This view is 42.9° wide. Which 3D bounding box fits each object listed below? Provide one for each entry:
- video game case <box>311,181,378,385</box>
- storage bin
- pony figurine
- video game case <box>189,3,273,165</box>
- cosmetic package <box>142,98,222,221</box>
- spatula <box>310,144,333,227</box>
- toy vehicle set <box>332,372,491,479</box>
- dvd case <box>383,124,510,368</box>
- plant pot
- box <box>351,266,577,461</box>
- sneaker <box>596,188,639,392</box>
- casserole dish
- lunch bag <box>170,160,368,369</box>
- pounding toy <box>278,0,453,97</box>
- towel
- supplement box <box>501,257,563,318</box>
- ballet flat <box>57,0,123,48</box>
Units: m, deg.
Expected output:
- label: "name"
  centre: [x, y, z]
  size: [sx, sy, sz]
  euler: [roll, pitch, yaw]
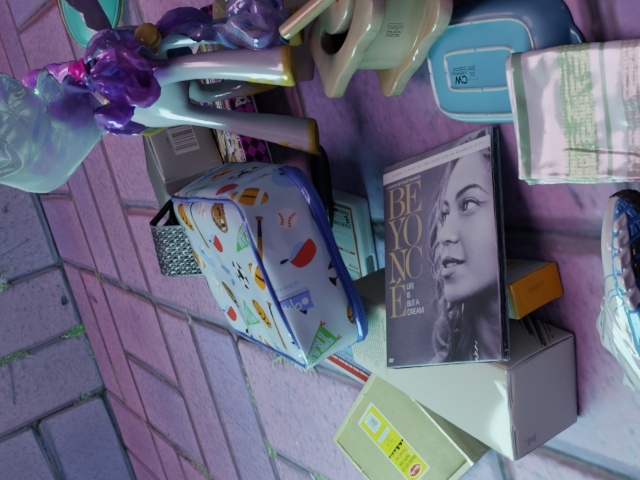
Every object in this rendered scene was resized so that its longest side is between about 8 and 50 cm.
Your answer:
- label: "video game case"
  centre: [0.020, 0.059, 1.143]
  size: [0.204, 0.025, 0.285]
  euler: [22, 128, 54]
- label: "storage bin"
  centre: [-0.147, -0.012, 1.207]
  size: [0.122, 0.180, 0.084]
  euler: [-70, -25, -63]
- label: "pony figurine"
  centre: [-0.200, -0.175, 0.848]
  size: [0.351, 0.363, 0.303]
  euler: [64, -156, -74]
- label: "video game case"
  centre: [-0.134, -0.196, 1.163]
  size: [0.210, 0.041, 0.232]
  euler: [177, 76, -76]
- label: "cosmetic package"
  centre: [-0.225, -0.120, 1.325]
  size: [0.238, 0.107, 0.127]
  euler: [118, 130, -68]
- label: "spatula"
  centre: [0.000, 0.000, 1.074]
  size: [0.084, 0.030, 0.297]
  euler: [44, 145, 42]
- label: "toy vehicle set"
  centre: [0.110, 0.270, 1.089]
  size: [0.166, 0.035, 0.267]
  euler: [47, 147, 18]
- label: "dvd case"
  centre: [0.119, 0.013, 0.814]
  size: [0.164, 0.018, 0.221]
  euler: [-17, 69, 54]
- label: "plant pot"
  centre: [-0.075, -0.258, 1.009]
  size: [0.109, 0.096, 0.109]
  euler: [48, 147, 35]
- label: "box"
  centre: [0.142, 0.118, 0.888]
  size: [0.275, 0.094, 0.113]
  euler: [25, 131, 53]
- label: "sneaker"
  centre: [0.253, 0.051, 0.668]
  size: [0.083, 0.071, 0.191]
  euler: [9, 117, 66]
- label: "casserole dish"
  centre: [0.154, -0.157, 0.731]
  size: [0.188, 0.037, 0.114]
  euler: [15, 121, 59]
- label: "lunch bag"
  centre: [-0.067, 0.029, 0.991]
  size: [0.303, 0.115, 0.243]
  euler: [13, 130, 66]
- label: "pounding toy"
  centre: [0.024, -0.244, 0.746]
  size: [0.269, 0.154, 0.154]
  euler: [126, 137, -66]
- label: "towel"
  centre: [0.218, -0.096, 0.630]
  size: [0.152, 0.023, 0.113]
  euler: [4, 115, 43]
- label: "supplement box"
  centre: [0.179, 0.045, 0.802]
  size: [0.098, 0.062, 0.036]
  euler: [5, 115, 61]
- label: "ballet flat"
  centre: [-0.420, -0.520, 1.452]
  size: [0.123, 0.123, 0.349]
  euler: [42, 144, 41]
